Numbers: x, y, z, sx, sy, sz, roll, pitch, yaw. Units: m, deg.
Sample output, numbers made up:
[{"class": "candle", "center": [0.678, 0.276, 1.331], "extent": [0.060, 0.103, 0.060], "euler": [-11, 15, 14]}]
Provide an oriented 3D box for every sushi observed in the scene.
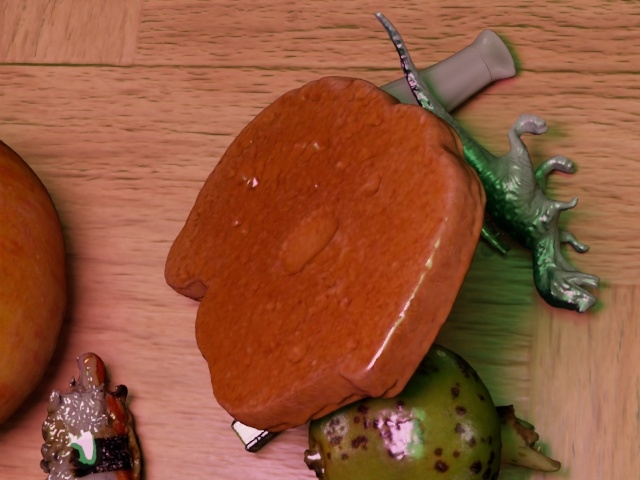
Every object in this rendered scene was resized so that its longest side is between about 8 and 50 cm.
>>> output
[{"class": "sushi", "center": [-0.250, 0.230, 1.470], "extent": [0.097, 0.103, 0.226], "euler": [-20, 66, 23]}]

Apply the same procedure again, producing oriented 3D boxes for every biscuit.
[{"class": "biscuit", "center": [0.001, 0.000, 1.385], "extent": [0.349, 0.078, 0.455], "euler": [-51, 34, 15]}]

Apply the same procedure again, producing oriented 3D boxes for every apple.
[{"class": "apple", "center": [-0.468, 0.040, 1.452], "extent": [0.400, 0.333, 0.400], "euler": [-3, 73, 11]}]

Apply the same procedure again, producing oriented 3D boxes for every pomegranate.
[{"class": "pomegranate", "center": [0.108, 0.196, 1.359], "extent": [0.263, 0.211, 0.211], "euler": [-4, 68, -20]}]

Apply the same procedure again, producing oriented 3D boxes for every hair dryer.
[{"class": "hair dryer", "center": [0.161, -0.094, 1.518], "extent": [0.206, 0.075, 0.237], "euler": [-29, 76, -5]}]

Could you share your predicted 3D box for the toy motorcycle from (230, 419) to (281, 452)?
[{"class": "toy motorcycle", "center": [-0.031, 0.142, 1.475], "extent": [0.173, 0.058, 0.100], "euler": [-37, 76, 0]}]

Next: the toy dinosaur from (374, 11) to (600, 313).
[{"class": "toy dinosaur", "center": [0.203, -0.100, 1.476], "extent": [0.129, 0.076, 0.383], "euler": [-28, 77, -26]}]
